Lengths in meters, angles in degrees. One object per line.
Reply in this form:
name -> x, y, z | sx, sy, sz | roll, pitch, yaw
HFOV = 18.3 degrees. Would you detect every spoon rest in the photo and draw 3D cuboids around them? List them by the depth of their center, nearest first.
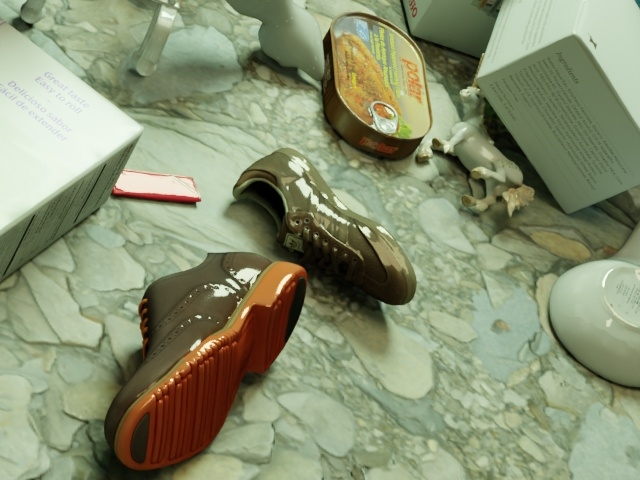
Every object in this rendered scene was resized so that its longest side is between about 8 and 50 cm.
spoon rest -> 0.305, 0.035, 1.896 | 0.137, 0.084, 0.276 | 32, 50, 3

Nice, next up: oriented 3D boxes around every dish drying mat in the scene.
dish drying mat -> -0.144, -0.048, 1.708 | 0.083, 0.008, 0.032 | 6, 45, -31

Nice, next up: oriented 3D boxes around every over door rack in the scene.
over door rack -> -0.241, -0.260, 1.817 | 0.239, 0.108, 0.324 | 24, 23, -11

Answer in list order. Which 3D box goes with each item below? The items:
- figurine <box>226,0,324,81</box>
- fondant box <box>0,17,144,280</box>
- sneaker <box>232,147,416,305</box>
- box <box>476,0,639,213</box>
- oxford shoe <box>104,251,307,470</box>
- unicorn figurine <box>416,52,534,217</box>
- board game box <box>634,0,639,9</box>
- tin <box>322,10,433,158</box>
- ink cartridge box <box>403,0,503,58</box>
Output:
figurine -> -0.060, -0.275, 1.909 | 0.209, 0.092, 0.215 | 54, 16, -53
fondant box -> -0.325, -0.065, 1.526 | 0.238, 0.096, 0.330 | 37, 36, 7
sneaker -> 0.000, 0.000, 1.727 | 0.071, 0.066, 0.188 | -31, 62, -32
box -> 0.262, -0.159, 1.976 | 0.182, 0.119, 0.181 | 53, 32, -21
oxford shoe -> -0.107, 0.088, 1.530 | 0.098, 0.097, 0.271 | 20, 29, 17
unicorn figurine -> 0.151, -0.090, 1.936 | 0.111, 0.060, 0.162 | -21, 78, -48
board game box -> 0.399, -0.334, 2.150 | 0.079, 0.336, 0.253 | 44, 38, 15
tin -> 0.054, -0.152, 1.947 | 0.106, 0.040, 0.190 | 15, 40, -16
ink cartridge box -> 0.178, -0.297, 2.085 | 0.127, 0.176, 0.128 | 17, 40, -23
